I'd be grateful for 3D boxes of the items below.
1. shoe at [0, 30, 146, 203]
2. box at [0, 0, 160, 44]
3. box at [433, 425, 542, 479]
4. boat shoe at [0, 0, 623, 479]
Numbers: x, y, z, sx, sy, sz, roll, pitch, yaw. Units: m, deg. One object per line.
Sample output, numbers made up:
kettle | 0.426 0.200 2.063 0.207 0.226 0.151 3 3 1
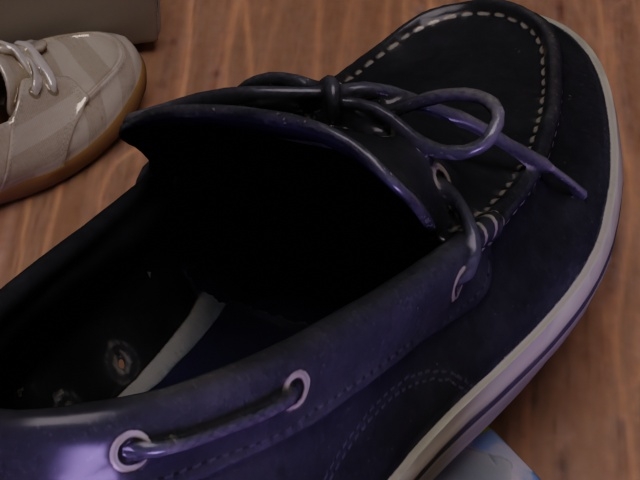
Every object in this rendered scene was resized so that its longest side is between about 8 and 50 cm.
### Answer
shoe | -0.176 -0.057 0.942 0.219 0.058 0.076 -34 58 -31
box | -0.231 -0.152 1.003 0.275 0.094 0.113 -12 46 -15
box | 0.054 0.139 0.787 0.109 0.042 0.178 -27 53 -26
boat shoe | 0.000 0.000 0.795 0.186 0.156 0.500 7 34 29
